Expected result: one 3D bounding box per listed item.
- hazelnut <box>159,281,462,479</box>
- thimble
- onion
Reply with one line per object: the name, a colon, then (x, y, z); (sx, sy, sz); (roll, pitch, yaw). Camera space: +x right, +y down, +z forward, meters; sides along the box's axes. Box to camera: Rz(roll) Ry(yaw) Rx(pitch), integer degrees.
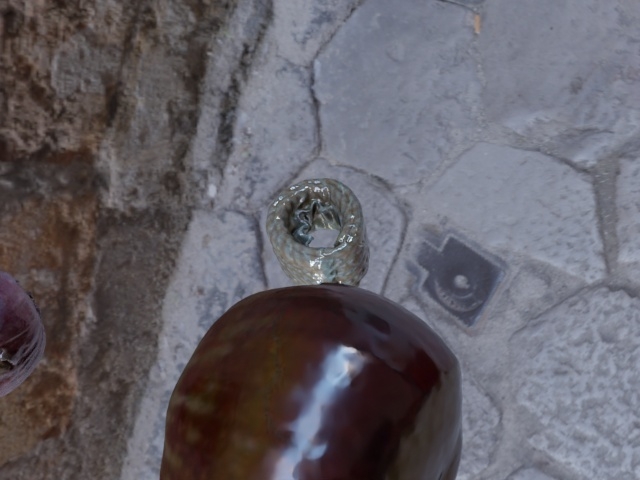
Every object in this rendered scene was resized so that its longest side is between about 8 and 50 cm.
hazelnut: (0.000, 0.272, 0.922); (0.402, 0.402, 0.428); (6, 79, 34)
thimble: (0.003, -0.005, 1.394); (0.229, 0.196, 0.148); (46, 164, 39)
onion: (-0.489, 0.157, 0.872); (0.227, 0.284, 0.120); (84, 160, -51)
